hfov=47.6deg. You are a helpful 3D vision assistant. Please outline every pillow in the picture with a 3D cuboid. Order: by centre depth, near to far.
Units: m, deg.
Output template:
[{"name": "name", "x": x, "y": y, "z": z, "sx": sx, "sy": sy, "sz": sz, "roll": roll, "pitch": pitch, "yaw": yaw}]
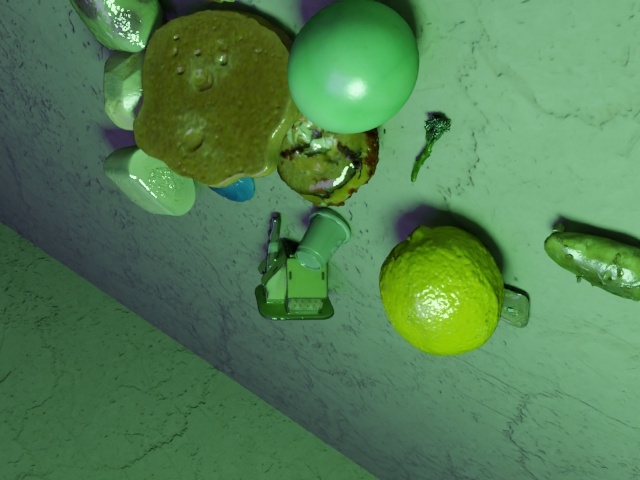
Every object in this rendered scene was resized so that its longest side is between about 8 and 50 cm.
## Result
[{"name": "pillow", "x": 0.388, "y": 0.134, "z": 1.710, "sx": 0.218, "sy": 0.033, "sz": 0.130, "roll": 21, "pitch": 142, "yaw": 30}]

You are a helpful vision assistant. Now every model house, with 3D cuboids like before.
[{"name": "model house", "x": -0.062, "y": 0.066, "z": 2.055, "sx": 0.205, "sy": 0.218, "sz": 0.278, "roll": -116, "pitch": 31, "yaw": -61}]

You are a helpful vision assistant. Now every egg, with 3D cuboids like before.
[{"name": "egg", "x": 0.053, "y": -0.299, "z": 1.265, "sx": 0.220, "sy": 0.220, "sz": 0.270, "roll": 45, "pitch": 161, "yaw": -13}]

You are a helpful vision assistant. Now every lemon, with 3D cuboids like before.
[{"name": "lemon", "x": 0.268, "y": 0.115, "z": 1.580, "sx": 0.268, "sy": 0.268, "sz": 0.321, "roll": -1, "pitch": 126, "yaw": 50}]

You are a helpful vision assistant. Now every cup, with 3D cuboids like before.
[{"name": "cup", "x": 0.000, "y": 0.000, "z": 1.848, "sx": 0.120, "sy": 0.141, "sz": 0.120, "roll": 26, "pitch": 148, "yaw": 18}]

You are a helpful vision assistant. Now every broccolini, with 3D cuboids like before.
[{"name": "broccolini", "x": 0.216, "y": -0.178, "z": 1.458, "sx": 0.044, "sy": 0.042, "sz": 0.218, "roll": 58, "pitch": 163, "yaw": 21}]

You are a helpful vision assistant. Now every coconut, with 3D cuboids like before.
[{"name": "coconut", "x": -0.404, "y": -0.359, "z": 1.704, "sx": 0.237, "sy": 0.237, "sz": 0.197, "roll": 14, "pitch": 145, "yaw": 37}]

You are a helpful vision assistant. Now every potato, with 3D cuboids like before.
[{"name": "potato", "x": 0.528, "y": 0.042, "z": 1.357, "sx": 0.226, "sy": 0.090, "sz": 0.117, "roll": 25, "pitch": 149, "yaw": 21}]

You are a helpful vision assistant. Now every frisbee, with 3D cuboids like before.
[{"name": "frisbee", "x": -0.287, "y": -0.190, "z": 2.002, "sx": 0.242, "sy": 0.045, "sz": 0.242, "roll": 29, "pitch": 150, "yaw": 19}]

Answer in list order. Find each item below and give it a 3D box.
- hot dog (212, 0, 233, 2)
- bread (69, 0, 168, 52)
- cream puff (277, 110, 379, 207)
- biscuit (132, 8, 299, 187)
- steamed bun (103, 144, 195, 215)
[{"name": "hot dog", "x": -0.235, "y": -0.525, "z": 1.385, "sx": 0.213, "sy": 0.103, "sz": 0.146, "roll": 17, "pitch": 146, "yaw": 35}, {"name": "bread", "x": -0.475, "y": -0.573, "z": 1.534, "sx": 0.187, "sy": 0.155, "sz": 0.338, "roll": 19, "pitch": 147, "yaw": 39}, {"name": "cream puff", "x": 0.017, "y": -0.189, "z": 1.498, "sx": 0.240, "sy": 0.240, "sz": 0.164, "roll": 22, "pitch": -175, "yaw": 28}, {"name": "biscuit", "x": -0.214, "y": -0.298, "z": 1.516, "sx": 0.385, "sy": 0.062, "sz": 0.365, "roll": 19, "pitch": 102, "yaw": 24}, {"name": "steamed bun", "x": -0.491, "y": -0.184, "z": 2.126, "sx": 0.200, "sy": 0.154, "sz": 0.250, "roll": 5, "pitch": 144, "yaw": 50}]
